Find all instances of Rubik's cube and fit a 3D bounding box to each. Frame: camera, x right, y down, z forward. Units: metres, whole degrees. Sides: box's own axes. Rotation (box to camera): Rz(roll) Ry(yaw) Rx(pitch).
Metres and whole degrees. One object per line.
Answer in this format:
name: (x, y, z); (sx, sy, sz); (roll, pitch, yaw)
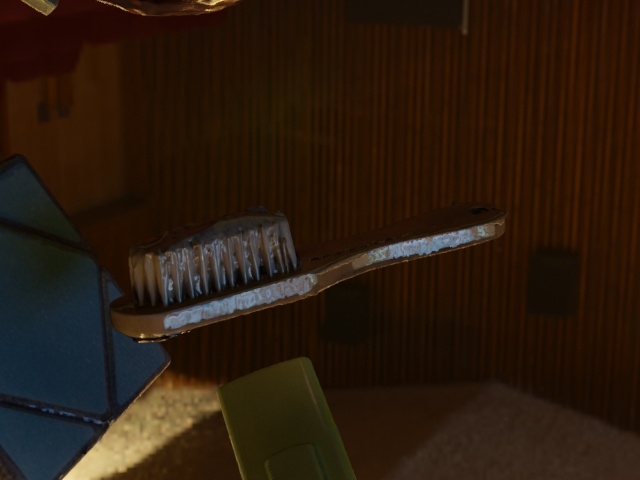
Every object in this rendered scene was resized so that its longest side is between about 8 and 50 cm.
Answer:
Rubik's cube: (-0.274, 0.095, 0.938); (0.207, 0.205, 0.205); (-29, -170, 31)

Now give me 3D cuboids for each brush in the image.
brush: (0.000, 0.000, 0.923); (0.327, 0.065, 0.070); (-13, -164, -30)

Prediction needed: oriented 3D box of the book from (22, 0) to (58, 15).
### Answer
book: (-0.344, -0.340, 1.152); (0.282, 0.025, 0.215); (34, -146, -29)

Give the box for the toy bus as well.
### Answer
toy bus: (-0.015, 0.179, 0.939); (0.088, 0.101, 0.175); (-19, -137, -5)

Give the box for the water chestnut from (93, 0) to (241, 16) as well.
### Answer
water chestnut: (-0.103, -0.320, 0.769); (0.335, 0.347, 0.335); (26, 169, 5)
